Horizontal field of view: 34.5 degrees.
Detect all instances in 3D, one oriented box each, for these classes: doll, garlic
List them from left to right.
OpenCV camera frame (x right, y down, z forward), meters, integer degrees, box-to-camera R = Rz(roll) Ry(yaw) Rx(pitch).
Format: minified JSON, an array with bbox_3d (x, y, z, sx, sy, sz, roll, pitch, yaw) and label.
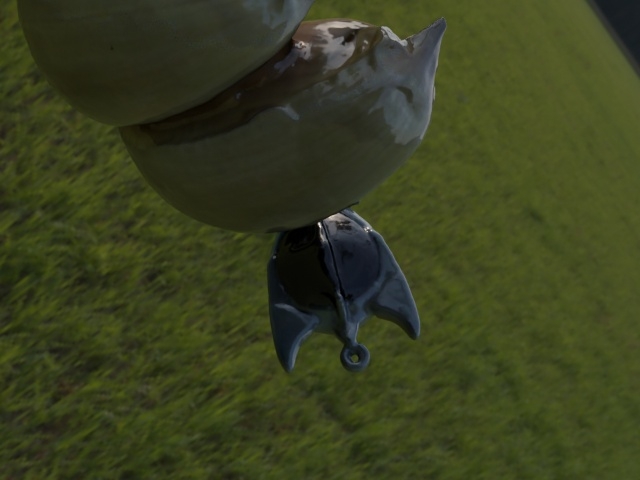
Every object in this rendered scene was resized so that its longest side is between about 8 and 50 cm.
[{"bbox_3d":[-0.082,-0.142,0.817,0.313,0.249,0.286,29,-38,45],"label":"garlic"},{"bbox_3d":[-0.005,0.001,1.147,0.146,0.103,0.316,-4,65,-26],"label":"doll"}]
